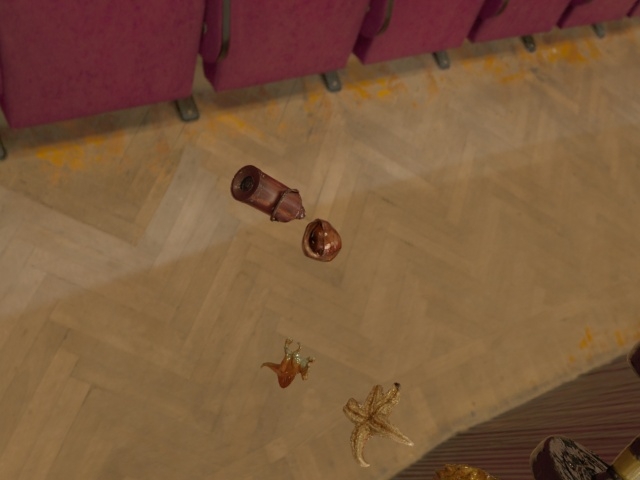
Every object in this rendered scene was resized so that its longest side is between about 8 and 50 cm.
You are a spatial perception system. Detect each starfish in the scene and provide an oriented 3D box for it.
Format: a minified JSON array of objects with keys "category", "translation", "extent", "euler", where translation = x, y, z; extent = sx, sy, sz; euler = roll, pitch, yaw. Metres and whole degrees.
[{"category":"starfish","translation":[0.133,0.432,1.494],"extent":[0.071,0.216,0.238],"euler":[53,49,-25]}]

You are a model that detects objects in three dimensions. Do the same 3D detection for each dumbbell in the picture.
[{"category":"dumbbell","translation":[0.311,0.201,0.593],"extent":[0.143,0.325,0.143],"euler":[31,19,-12]}]

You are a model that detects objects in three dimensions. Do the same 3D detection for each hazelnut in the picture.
[{"category":"hazelnut","translation":[0.000,0.000,1.134],"extent":[0.086,0.086,0.086],"euler":[11,65,-23]}]

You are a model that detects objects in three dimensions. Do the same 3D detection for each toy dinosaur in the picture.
[{"category":"toy dinosaur","translation":[-0.084,0.342,1.644],"extent":[0.057,0.212,0.142],"euler":[24,38,-25]}]

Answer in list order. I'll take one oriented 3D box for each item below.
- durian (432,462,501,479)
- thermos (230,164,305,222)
[{"category":"durian","translation":[0.188,0.376,0.850],"extent":[0.078,0.224,0.140],"euler":[-44,104,-35]},{"category":"thermos","translation":[-0.119,-0.107,1.574],"extent":[0.124,0.099,0.232],"euler":[38,7,38]}]
